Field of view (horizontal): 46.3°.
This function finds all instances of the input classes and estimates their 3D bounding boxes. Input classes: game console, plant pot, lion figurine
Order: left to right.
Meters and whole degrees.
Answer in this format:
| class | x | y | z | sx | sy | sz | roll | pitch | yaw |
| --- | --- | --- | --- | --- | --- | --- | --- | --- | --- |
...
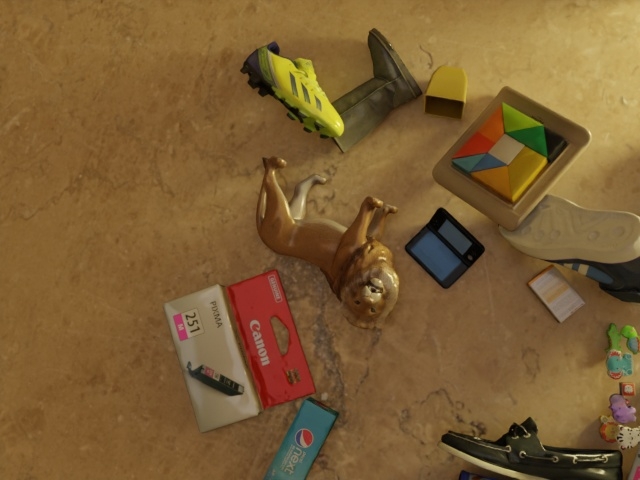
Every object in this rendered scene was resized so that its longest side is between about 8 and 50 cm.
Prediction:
| class | x | y | z | sx | sy | sz | roll | pitch | yaw |
| --- | --- | --- | --- | --- | --- | --- | --- | --- | --- |
| lion figurine | 0.000 | 0.000 | 1.489 | 0.392 | 0.142 | 0.240 | 26 | 95 | 25 |
| game console | 0.242 | 0.015 | 1.467 | 0.122 | 0.107 | 0.071 | 45 | 63 | 11 |
| plant pot | 0.255 | -0.302 | 1.502 | 0.081 | 0.081 | 0.083 | 11 | 73 | 10 |

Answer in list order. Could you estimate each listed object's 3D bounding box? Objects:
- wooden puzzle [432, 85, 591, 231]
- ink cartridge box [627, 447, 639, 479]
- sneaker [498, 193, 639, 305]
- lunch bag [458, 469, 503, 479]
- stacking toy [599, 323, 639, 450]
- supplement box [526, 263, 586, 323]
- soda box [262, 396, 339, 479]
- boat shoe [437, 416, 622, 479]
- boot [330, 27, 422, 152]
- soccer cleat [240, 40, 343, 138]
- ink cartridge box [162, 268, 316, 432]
| class | x | y | z | sx | sy | sz | roll | pitch | yaw |
| --- | --- | --- | --- | --- | --- | --- | --- | --- | --- |
| wooden puzzle | 0.362 | -0.166 | 1.446 | 0.221 | 0.044 | 0.238 | 40 | 92 | 34 |
| ink cartridge box | 0.674 | 0.337 | 1.307 | 0.186 | 0.065 | 0.311 | 16 | 73 | 37 |
| sneaker | 0.508 | 0.036 | 1.395 | 0.236 | 0.323 | 0.130 | 41 | 75 | -32 |
| lunch bag | 0.352 | 0.621 | 1.281 | 0.328 | 0.239 | 0.385 | 13 | 59 | 12 |
| stacking toy | 0.533 | 0.259 | 1.339 | 0.052 | 0.167 | 0.221 | -1 | 83 | 9 |
| supplement box | 0.452 | 0.103 | 1.438 | 0.062 | 0.036 | 0.098 | -38 | 79 | 2 |
| soda box | -0.044 | 0.416 | 1.459 | 0.071 | 0.067 | 0.210 | 27 | 88 | 11 |
| boat shoe | 0.389 | 0.383 | 1.367 | 0.340 | 0.127 | 0.113 | 15 | 84 | 9 |
| boot | 0.080 | -0.309 | 1.540 | 0.208 | 0.076 | 0.189 | -33 | 77 | 10 |
| soccer cleat | -0.043 | -0.312 | 1.511 | 0.121 | 0.093 | 0.289 | -45 | 60 | -6 |
| ink cartridge box | -0.165 | 0.219 | 1.509 | 0.239 | 0.060 | 0.275 | -20 | 80 | 7 |
